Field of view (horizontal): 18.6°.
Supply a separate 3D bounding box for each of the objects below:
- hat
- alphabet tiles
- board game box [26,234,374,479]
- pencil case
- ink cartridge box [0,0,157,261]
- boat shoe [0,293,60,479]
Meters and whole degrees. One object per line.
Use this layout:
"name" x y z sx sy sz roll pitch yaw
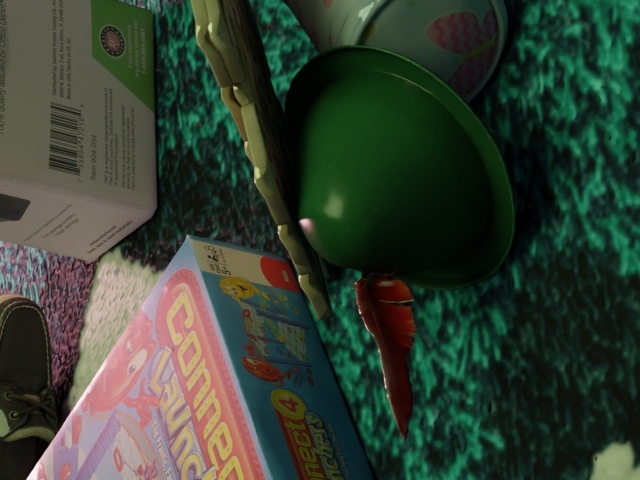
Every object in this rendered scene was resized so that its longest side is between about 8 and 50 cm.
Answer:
"hat" 0.000 0.000 1.147 0.208 0.183 0.173 -13 112 53
"alphabet tiles" -0.046 -0.095 1.271 0.021 0.284 0.278 -17 55 3
"board game box" -0.091 0.210 1.348 0.302 0.086 0.308 -55 38 29
"pencil case" 0.018 -0.183 1.306 0.124 0.113 0.273 -53 38 12
"ink cartridge box" -0.277 -0.116 1.583 0.115 0.273 0.198 -33 52 47
"boat shoe" -0.248 0.157 1.624 0.073 0.080 0.223 1 85 51
